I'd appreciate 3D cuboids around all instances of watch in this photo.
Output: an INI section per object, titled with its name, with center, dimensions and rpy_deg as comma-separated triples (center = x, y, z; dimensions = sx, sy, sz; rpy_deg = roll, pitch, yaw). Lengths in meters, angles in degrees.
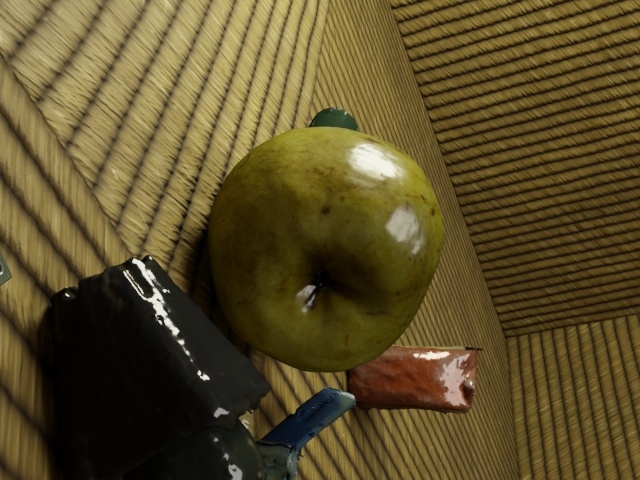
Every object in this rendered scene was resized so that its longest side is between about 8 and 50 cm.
[watch]
center = -0.019, 0.285, 1.074
dimensions = 0.274, 0.068, 0.276
rpy_deg = 53, 42, -61

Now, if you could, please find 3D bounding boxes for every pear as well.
[pear]
center = 0.000, 0.000, 1.117
dimensions = 0.304, 0.304, 0.303
rpy_deg = -13, 90, -73

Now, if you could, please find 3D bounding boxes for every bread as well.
[bread]
center = 0.166, 0.241, 1.553
dimensions = 0.190, 0.244, 0.122
rpy_deg = 27, 63, -60

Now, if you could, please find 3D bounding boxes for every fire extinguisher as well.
[fire extinguisher]
center = 0.006, -0.134, 1.511
dimensions = 0.095, 0.115, 0.311
rpy_deg = -61, -178, 28

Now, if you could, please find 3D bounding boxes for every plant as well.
[plant]
center = -0.141, 0.143, 0.765
dimensions = 0.256, 0.164, 0.142
rpy_deg = 62, 13, 2

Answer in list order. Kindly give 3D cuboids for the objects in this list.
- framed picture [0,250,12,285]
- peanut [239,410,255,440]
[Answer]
[framed picture]
center = -0.310, -0.048, 0.598
dimensions = 0.184, 0.016, 0.249
rpy_deg = -62, 136, -64
[peanut]
center = -0.102, 0.198, 1.024
dimensions = 0.054, 0.054, 0.113
rpy_deg = 47, 32, -59
